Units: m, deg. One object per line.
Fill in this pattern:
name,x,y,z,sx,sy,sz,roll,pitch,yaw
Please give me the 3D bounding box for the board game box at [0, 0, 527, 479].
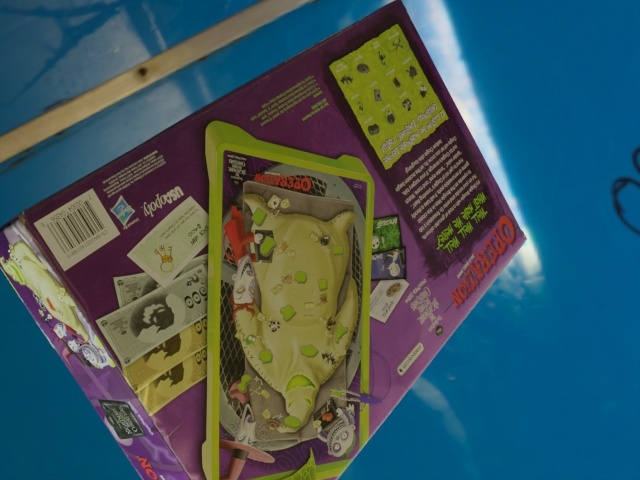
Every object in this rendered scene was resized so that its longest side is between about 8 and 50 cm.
board game box,0.000,0.000,0.513,0.347,0.056,0.208,-40,-79,-44
